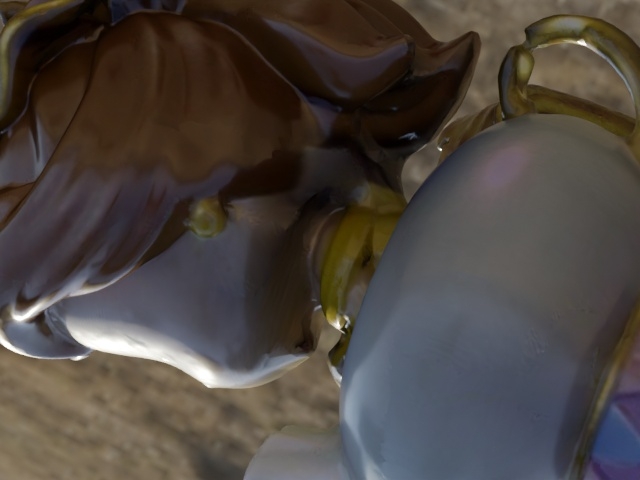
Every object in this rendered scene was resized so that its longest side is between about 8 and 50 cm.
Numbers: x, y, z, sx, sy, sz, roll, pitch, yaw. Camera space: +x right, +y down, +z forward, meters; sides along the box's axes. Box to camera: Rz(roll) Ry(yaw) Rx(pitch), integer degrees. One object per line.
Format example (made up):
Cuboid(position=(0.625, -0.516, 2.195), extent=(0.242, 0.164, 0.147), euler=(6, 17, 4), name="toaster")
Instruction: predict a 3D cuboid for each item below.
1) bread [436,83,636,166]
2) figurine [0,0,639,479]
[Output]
Cuboid(position=(0.187, -0.005, 1.312), extent=(0.222, 0.181, 0.096), euler=(14, 167, -22), name="bread")
Cuboid(position=(0.000, 0.000, 0.592), extent=(0.263, 0.189, 0.142), euler=(25, 178, 18), name="figurine")
